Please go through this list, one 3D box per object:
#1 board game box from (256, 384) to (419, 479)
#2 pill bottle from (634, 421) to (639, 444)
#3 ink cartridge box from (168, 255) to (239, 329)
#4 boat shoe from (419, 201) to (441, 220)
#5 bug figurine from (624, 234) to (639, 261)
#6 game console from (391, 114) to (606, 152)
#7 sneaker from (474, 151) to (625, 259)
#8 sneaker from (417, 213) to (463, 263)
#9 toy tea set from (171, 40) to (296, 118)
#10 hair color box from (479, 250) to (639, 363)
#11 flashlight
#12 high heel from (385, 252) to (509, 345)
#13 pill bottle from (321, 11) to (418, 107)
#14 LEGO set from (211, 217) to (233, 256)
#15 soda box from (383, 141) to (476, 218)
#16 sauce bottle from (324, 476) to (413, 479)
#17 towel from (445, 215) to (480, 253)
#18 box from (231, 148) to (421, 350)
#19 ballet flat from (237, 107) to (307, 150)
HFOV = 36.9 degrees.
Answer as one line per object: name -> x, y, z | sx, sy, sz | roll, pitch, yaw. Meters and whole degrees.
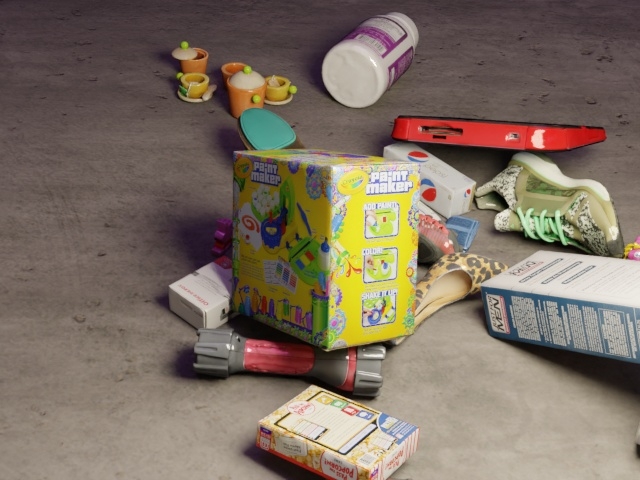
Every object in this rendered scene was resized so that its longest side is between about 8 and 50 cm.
board game box -> 0.026, 0.288, 1.411 | 0.193, 0.045, 0.147 | 18, 25, 30
pill bottle -> 0.629, 0.290, 1.427 | 0.283, 0.160, 0.160 | 19, 38, 19
ink cartridge box -> -0.186, 0.095, 1.689 | 0.099, 0.056, 0.135 | 31, 43, 32
boat shoe -> 0.146, -0.072, 1.952 | 0.226, 0.083, 0.076 | 40, 36, 24
bug figurine -> 0.656, 0.069, 1.809 | 0.279, 0.072, 0.216 | 16, 37, 15
game console -> 0.380, -0.230, 2.057 | 0.386, 0.060, 0.342 | 9, 10, 32
sneaker -> 0.440, -0.042, 1.885 | 0.182, 0.158, 0.410 | -26, 27, -9
sneaker -> 0.131, -0.005, 1.830 | 0.276, 0.098, 0.135 | 23, 39, 26
toy tea set -> -0.232, -0.407, 2.315 | 0.336, 0.124, 0.200 | 20, 39, 19
hair color box -> 0.456, 0.106, 1.593 | 0.174, 0.105, 0.347 | -24, 19, -34
flashlight -> -0.050, 0.188, 1.538 | 0.304, 0.103, 0.103 | 5, 31, -1
high heel -> 0.215, 0.111, 1.676 | 0.261, 0.093, 0.186 | -10, 32, 3
pill bottle -> 0.136, -0.463, 2.398 | 0.169, 0.169, 0.301 | 19, 38, 18
LEGO set -> -0.115, -0.054, 1.869 | 0.087, 0.093, 0.227 | 20, 39, 20
soda box -> 0.227, -0.132, 2.033 | 0.069, 0.074, 0.216 | -22, 43, -32
sauce bottle -> 0.069, 0.351, 1.378 | 0.128, 0.042, 0.042 | 2, 36, 0
towel -> 0.273, -0.011, 1.910 | 0.067, 0.029, 0.119 | 16, 38, 16
box -> 0.000, 0.000, 1.555 | 0.177, 0.279, 0.290 | -6, 13, -34
ballet flat -> -0.067, -0.155, 1.986 | 0.116, 0.124, 0.342 | -26, 44, -27
